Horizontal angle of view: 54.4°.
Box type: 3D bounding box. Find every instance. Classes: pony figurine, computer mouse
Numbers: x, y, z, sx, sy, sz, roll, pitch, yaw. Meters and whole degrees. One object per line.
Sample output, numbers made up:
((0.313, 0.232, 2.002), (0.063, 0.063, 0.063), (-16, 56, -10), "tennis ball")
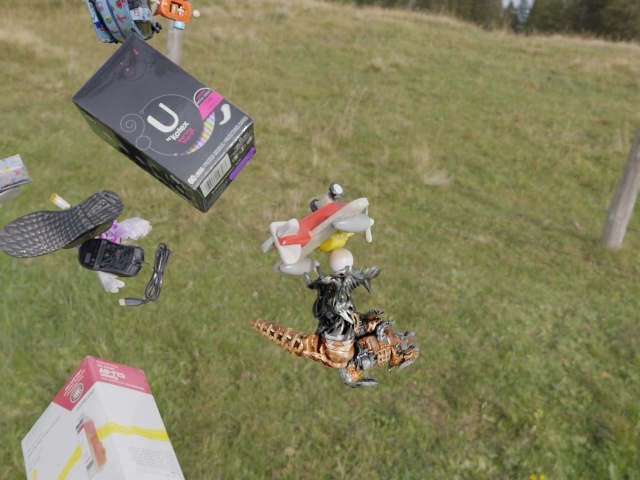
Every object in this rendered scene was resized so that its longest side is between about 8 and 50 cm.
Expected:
((-0.836, -0.014, 2.355), (0.363, 0.303, 0.351), (36, -5, -40), "pony figurine")
((-0.551, 0.093, 1.739), (0.262, 0.184, 0.060), (4, -17, 4), "computer mouse")

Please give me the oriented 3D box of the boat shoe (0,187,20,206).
((-0.794, -0.111, 1.545), (0.125, 0.038, 0.046), (-29, -17, 26), "boat shoe")

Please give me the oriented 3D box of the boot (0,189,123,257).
((-0.713, -0.016, 1.722), (0.338, 0.118, 0.222), (-22, -4, -32), "boot")

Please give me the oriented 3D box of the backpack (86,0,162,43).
((-0.392, -0.458, 1.209), (0.116, 0.158, 0.173), (-13, 22, 0), "backpack")

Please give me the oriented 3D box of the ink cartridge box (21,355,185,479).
((-0.466, 0.482, 1.319), (0.160, 0.279, 0.385), (33, 10, -43), "ink cartridge box")

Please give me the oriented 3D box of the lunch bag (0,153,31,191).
((-0.727, -0.152, 1.469), (0.071, 0.083, 0.053), (-21, 63, -20), "lunch bag")

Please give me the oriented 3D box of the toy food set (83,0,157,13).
((-0.523, -0.687, 1.553), (0.306, 0.220, 0.092), (36, 12, 2), "toy food set")

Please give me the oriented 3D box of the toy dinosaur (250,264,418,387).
((0.041, 0.163, 1.166), (0.322, 0.219, 0.164), (14, -18, -42), "toy dinosaur")

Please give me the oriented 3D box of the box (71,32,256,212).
((-0.267, -0.203, 1.103), (0.270, 0.165, 0.143), (35, -14, 6), "box")

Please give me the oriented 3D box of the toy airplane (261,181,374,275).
((0.000, 0.000, 2.068), (0.384, 0.272, 0.386), (-37, -1, -3), "toy airplane")

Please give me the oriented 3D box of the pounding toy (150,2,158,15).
((-0.471, -0.700, 1.714), (0.237, 0.110, 0.183), (-31, 3, 35), "pounding toy")

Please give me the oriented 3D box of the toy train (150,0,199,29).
((-0.254, -0.428, 0.995), (0.125, 0.166, 0.046), (-2, 11, -41), "toy train")
